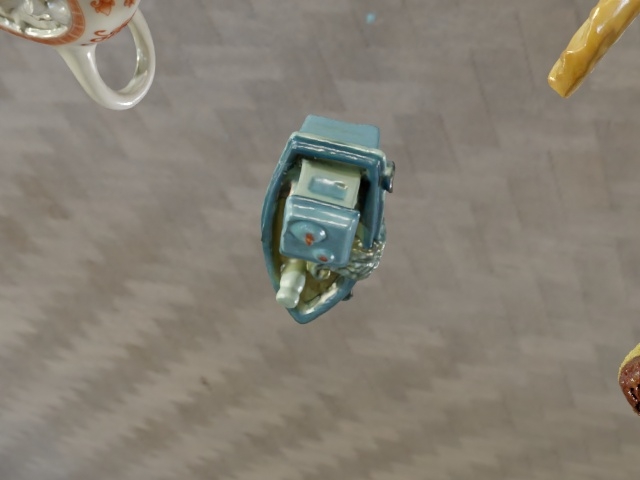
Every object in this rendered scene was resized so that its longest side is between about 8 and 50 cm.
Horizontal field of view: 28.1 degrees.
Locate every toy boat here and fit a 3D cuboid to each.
[{"bbox_3d":[0.000,0.000,1.070,0.109,0.098,0.238,12,149,1],"label":"toy boat"}]

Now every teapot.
[{"bbox_3d":[-0.169,-0.170,0.743,0.159,0.116,0.245,-9,138,37],"label":"teapot"}]

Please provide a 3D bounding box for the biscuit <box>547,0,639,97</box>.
[{"bbox_3d":[0.316,-0.259,1.091,0.040,0.309,0.204,43,152,8],"label":"biscuit"}]

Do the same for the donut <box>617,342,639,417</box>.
[{"bbox_3d":[0.238,0.063,0.753,0.059,0.140,0.140,51,150,6],"label":"donut"}]
